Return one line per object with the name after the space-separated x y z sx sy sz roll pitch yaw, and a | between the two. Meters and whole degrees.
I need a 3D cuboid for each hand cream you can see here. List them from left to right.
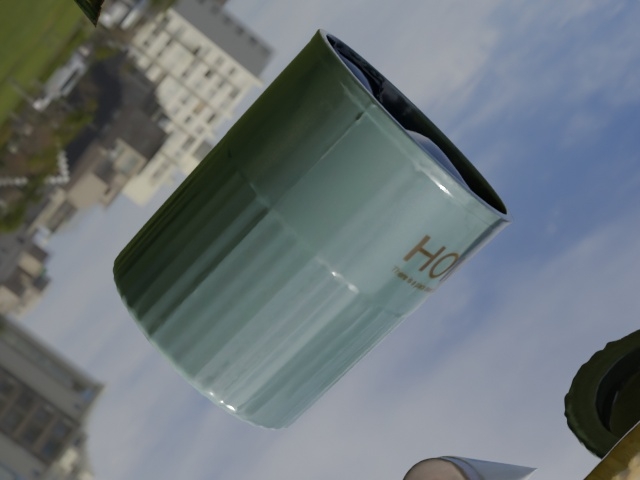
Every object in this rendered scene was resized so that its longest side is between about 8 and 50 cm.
0.155 0.282 1.576 0.133 0.083 0.248 -26 164 16 | hand cream

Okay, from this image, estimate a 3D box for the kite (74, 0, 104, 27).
-0.243 -0.313 1.340 0.016 0.234 0.321 -53 -159 33 | kite

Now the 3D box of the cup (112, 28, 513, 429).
-0.015 -0.013 1.410 0.311 0.257 0.331 -45 -169 11 | cup

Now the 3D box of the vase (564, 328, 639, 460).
0.410 0.269 1.560 0.245 0.291 0.245 -13 -148 8 | vase

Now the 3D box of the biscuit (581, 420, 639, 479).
0.189 0.161 0.819 0.249 0.160 0.030 -42 -138 -15 | biscuit
